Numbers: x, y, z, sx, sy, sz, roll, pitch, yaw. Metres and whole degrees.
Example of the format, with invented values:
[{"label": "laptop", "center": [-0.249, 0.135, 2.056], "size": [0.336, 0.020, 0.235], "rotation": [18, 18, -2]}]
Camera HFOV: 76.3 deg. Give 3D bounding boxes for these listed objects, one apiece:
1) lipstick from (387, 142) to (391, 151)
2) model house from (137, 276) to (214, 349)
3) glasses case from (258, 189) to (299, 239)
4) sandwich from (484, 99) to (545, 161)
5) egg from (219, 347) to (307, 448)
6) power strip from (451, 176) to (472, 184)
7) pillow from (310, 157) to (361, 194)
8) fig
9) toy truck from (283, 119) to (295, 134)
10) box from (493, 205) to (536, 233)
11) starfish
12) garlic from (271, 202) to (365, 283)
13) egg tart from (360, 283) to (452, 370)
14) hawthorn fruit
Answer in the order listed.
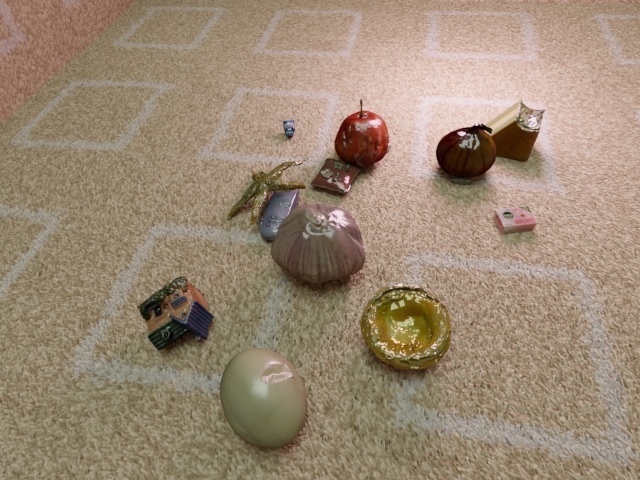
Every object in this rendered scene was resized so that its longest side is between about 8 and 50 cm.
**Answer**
[{"label": "lipstick", "center": [0.258, -0.449, 1.851], "size": [0.141, 0.040, 0.040], "rotation": [35, 62, 28]}, {"label": "model house", "center": [-0.449, 0.250, 1.283], "size": [0.182, 0.166, 0.172], "rotation": [-30, 58, -4]}, {"label": "glasses case", "center": [-0.159, -0.115, 1.601], "size": [0.109, 0.067, 0.283], "rotation": [3, 53, 16]}, {"label": "sandwich", "center": [0.798, -0.477, 1.727], "size": [0.227, 0.198, 0.155], "rotation": [17, 55, 17]}, {"label": "egg", "center": [-0.152, 0.413, 1.085], "size": [0.219, 0.219, 0.269], "rotation": [-37, 59, -22]}, {"label": "power strip", "center": [0.577, -0.243, 1.668], "size": [0.083, 0.027, 0.017], "rotation": [8, 51, 11]}, {"label": "pillow", "center": [0.066, -0.277, 1.707], "size": [0.171, 0.075, 0.179], "rotation": [18, 53, 17]}, {"label": "fig", "center": [0.594, -0.369, 1.663], "size": [0.235, 0.214, 0.235], "rotation": [-21, 37, 16]}, {"label": "toy truck", "center": [-0.145, -0.519, 1.919], "size": [0.056, 0.073, 0.090], "rotation": [-8, 50, -1]}, {"label": "box", "center": [0.721, -0.076, 1.514], "size": [0.125, 0.043, 0.089], "rotation": [-7, 51, -1]}, {"label": "starfish", "center": [-0.213, -0.205, 1.620], "size": [0.347, 0.078, 0.358], "rotation": [-9, 45, 19]}, {"label": "garlic", "center": [0.000, 0.000, 1.378], "size": [0.317, 0.259, 0.318], "rotation": [-5, 53, 6]}, {"label": "egg tart", "center": [0.255, 0.262, 1.237], "size": [0.288, 0.118, 0.288], "rotation": [-3, 52, 4]}, {"label": "hawthorn fruit", "center": [0.177, -0.457, 1.714], "size": [0.241, 0.272, 0.242], "rotation": [1, 34, -1]}]
